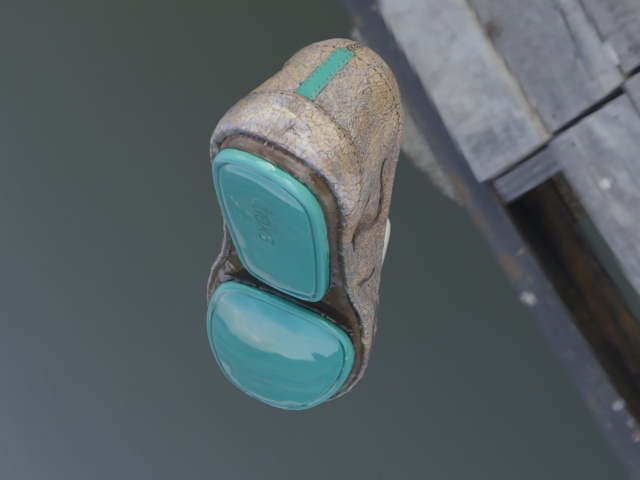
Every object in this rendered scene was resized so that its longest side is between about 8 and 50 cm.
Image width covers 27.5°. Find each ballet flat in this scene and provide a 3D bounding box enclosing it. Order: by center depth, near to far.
[{"bbox_3d":[0.000,0.000,0.720,0.107,0.106,0.316,28,155,7],"label":"ballet flat"}]
